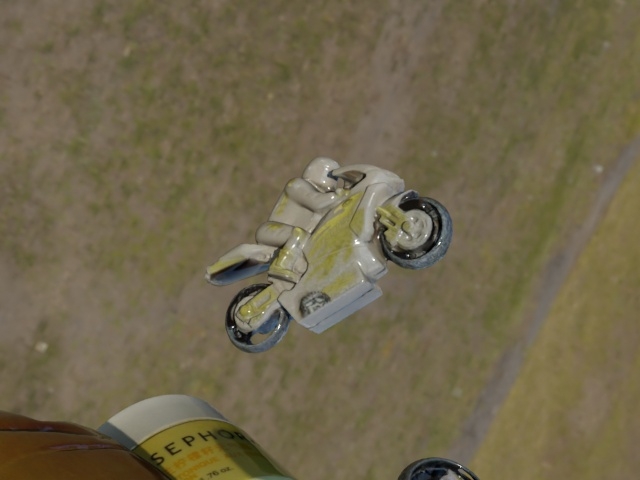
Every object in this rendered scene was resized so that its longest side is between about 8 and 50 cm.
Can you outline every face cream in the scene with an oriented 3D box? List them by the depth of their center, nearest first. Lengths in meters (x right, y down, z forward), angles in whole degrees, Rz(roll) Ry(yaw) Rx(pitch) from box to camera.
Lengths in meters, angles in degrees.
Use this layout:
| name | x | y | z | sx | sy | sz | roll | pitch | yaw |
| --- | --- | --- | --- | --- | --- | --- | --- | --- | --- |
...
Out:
| name | x | y | z | sx | sy | sz | roll | pitch | yaw |
| --- | --- | --- | --- | --- | --- | --- | --- | --- | --- |
| face cream | -0.129 | 0.291 | 1.420 | 0.218 | 0.179 | 0.218 | -18 | 122 | -31 |

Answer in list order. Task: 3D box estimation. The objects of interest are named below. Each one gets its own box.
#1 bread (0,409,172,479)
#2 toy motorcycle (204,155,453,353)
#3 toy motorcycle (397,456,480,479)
| name | x | y | z | sx | sy | sz | roll | pitch | yaw |
| --- | --- | --- | --- | --- | --- | --- | --- | --- | --- |
| bread | -0.210 | 0.265 | 1.114 | 0.225 | 0.250 | 0.279 | -58 | 146 | 2 |
| toy motorcycle | 0.000 | 0.000 | 1.839 | 0.340 | 0.223 | 0.108 | -31 | 150 | 16 |
| toy motorcycle | 0.120 | 0.225 | 0.817 | 0.152 | 0.225 | 0.073 | -42 | 164 | -50 |
